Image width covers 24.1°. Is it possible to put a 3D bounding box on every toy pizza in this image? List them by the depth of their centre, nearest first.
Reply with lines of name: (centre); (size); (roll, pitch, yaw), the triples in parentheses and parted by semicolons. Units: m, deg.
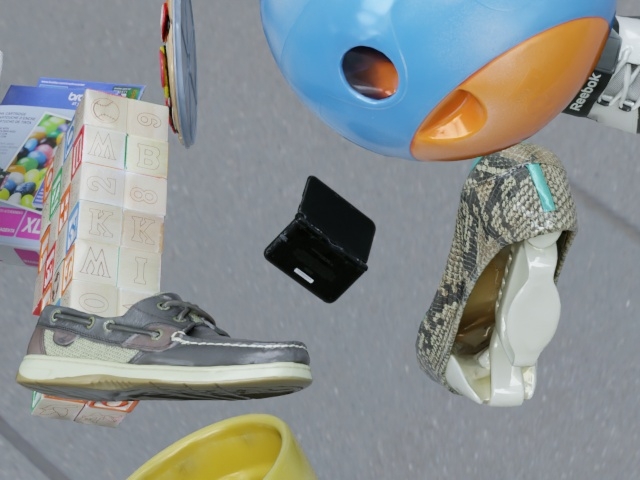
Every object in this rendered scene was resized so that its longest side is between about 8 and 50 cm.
toy pizza: (-0.168, -0.207, 1.748); (0.032, 0.201, 0.201); (-2, 68, 1)

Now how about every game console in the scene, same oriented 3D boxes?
game console: (0.000, 0.000, 1.890); (0.107, 0.122, 0.071); (-46, 27, 16)

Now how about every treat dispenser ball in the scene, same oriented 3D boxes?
treat dispenser ball: (0.093, -0.206, 1.198); (0.288, 0.288, 0.288); (-2, 68, 4)

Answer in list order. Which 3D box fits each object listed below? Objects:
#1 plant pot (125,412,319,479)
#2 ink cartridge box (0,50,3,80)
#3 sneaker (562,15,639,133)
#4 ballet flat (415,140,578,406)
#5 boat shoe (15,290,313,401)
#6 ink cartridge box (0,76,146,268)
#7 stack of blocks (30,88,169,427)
plant pot: (-0.088, 0.360, 1.668); (0.254, 0.254, 0.239); (-33, 108, -8)
ink cartridge box: (-0.550, -0.050, 1.774); (0.285, 0.166, 0.395); (10, 73, -21)
sneaker: (0.237, -0.169, 1.439); (0.330, 0.122, 0.146); (22, 28, 12)
ballet flat: (0.216, 0.091, 1.814); (0.164, 0.483, 0.182); (-9, 53, -13)
boat shoe: (-0.109, 0.070, 1.018); (0.223, 0.080, 0.073); (-4, 75, 27)
ink cartridge box: (-0.375, -0.109, 2.017); (0.185, 0.065, 0.311); (7, 56, 25)
stack of blocks: (-0.219, 0.026, 1.467); (0.087, 0.171, 0.297); (11, 58, -20)
